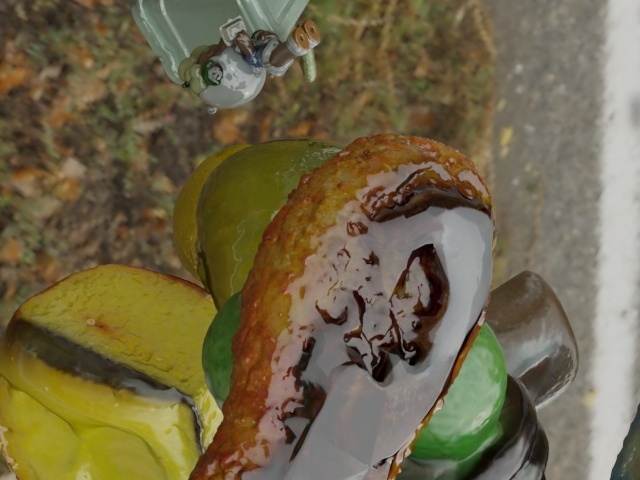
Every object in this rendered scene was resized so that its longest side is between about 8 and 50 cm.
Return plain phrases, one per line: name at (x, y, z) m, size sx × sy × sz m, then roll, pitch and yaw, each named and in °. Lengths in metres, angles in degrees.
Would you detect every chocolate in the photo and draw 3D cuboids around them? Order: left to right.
chocolate at (0.188, 0.155, 1.717) m, size 0.254 × 0.080 × 0.157 m, roll -28°, pitch 108°, yaw -17°

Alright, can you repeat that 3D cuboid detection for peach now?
peach at (-0.209, 0.199, 1.764) m, size 0.242 × 0.306 × 0.380 m, roll -60°, pitch 141°, yaw -50°

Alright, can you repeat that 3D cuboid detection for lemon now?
lemon at (-0.093, -0.027, 1.879) m, size 0.178 × 0.178 × 0.203 m, roll -6°, pitch 138°, yaw -53°

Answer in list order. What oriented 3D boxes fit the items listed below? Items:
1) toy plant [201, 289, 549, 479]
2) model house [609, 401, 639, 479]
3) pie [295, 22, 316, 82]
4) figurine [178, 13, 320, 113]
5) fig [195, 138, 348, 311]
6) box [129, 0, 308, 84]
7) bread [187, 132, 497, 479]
toy plant at (0.044, 0.125, 0.976) m, size 0.175 × 0.218 × 0.235 m, roll -45°, pitch 116°, yaw -41°
model house at (0.532, 0.266, 1.672) m, size 0.334 × 0.382 × 0.343 m, roll 28°, pitch 48°, yaw -25°
pie at (-0.020, -0.256, 2.055) m, size 0.021 × 0.084 × 0.084 m, roll -11°, pitch 133°, yaw -6°
figurine at (-0.092, -0.224, 1.851) m, size 0.197 × 0.093 × 0.147 m, roll -32°, pitch -175°, yaw 39°
fig at (-0.004, 0.002, 1.440) m, size 0.230 × 0.207 × 0.207 m, roll -12°, pitch 129°, yaw -19°
box at (-0.111, -0.377, 2.164) m, size 0.175 × 0.182 × 0.312 m, roll 61°, pitch 40°, yaw -34°
bread at (0.009, 0.063, 0.781) m, size 0.139 × 0.095 × 0.269 m, roll 31°, pitch 76°, yaw -31°
